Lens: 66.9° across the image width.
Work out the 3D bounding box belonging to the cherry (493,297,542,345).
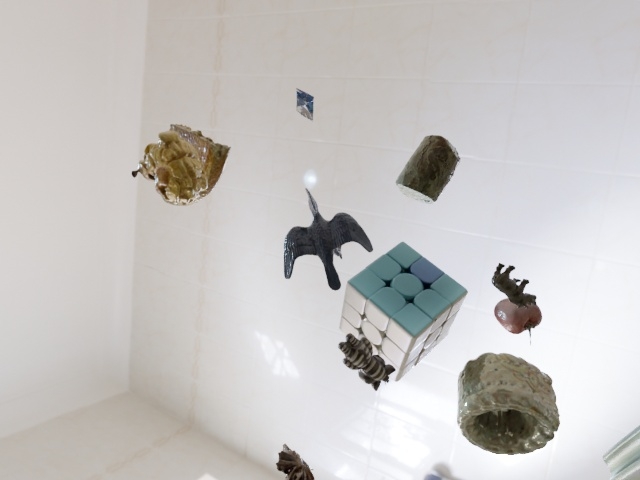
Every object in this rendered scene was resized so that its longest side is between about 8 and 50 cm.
[{"bbox_3d":[0.511,0.195,1.266,0.106,0.126,0.087,-30,-55,-35],"label":"cherry"}]

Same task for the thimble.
[{"bbox_3d":[0.559,0.494,1.460,0.195,0.291,0.291,-70,-26,-50],"label":"thimble"}]

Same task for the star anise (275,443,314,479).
[{"bbox_3d":[-0.059,0.508,1.088,0.056,0.129,0.124,-48,-50,8],"label":"star anise"}]

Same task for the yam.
[{"bbox_3d":[0.479,-0.306,2.102,0.202,0.201,0.271,21,-85,-62],"label":"yam"}]

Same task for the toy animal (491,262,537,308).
[{"bbox_3d":[0.460,0.116,1.141,0.135,0.047,0.065,39,-107,-15],"label":"toy animal"}]

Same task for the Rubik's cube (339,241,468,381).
[{"bbox_3d":[0.270,0.237,1.645,0.291,0.290,0.291,-32,-33,-29],"label":"Rubik's cube"}]

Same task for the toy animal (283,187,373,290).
[{"bbox_3d":[0.000,0.000,1.258,0.176,0.239,0.255,54,-164,-57],"label":"toy animal"}]

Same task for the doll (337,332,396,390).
[{"bbox_3d":[0.121,0.326,1.305,0.091,0.067,0.219,-48,-59,-11],"label":"doll"}]

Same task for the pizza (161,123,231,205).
[{"bbox_3d":[-0.384,-0.198,1.471,0.087,0.258,0.268,-3,-62,-47],"label":"pizza"}]

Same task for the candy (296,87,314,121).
[{"bbox_3d":[-0.064,-0.558,1.996,0.038,0.088,0.136,-55,-15,-27],"label":"candy"}]

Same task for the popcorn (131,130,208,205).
[{"bbox_3d":[-0.377,-0.195,1.268,0.163,0.194,0.140,-60,-26,14],"label":"popcorn"}]

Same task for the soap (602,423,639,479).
[{"bbox_3d":[0.801,0.510,1.135,0.289,0.172,0.095,83,-170,-50],"label":"soap"}]
